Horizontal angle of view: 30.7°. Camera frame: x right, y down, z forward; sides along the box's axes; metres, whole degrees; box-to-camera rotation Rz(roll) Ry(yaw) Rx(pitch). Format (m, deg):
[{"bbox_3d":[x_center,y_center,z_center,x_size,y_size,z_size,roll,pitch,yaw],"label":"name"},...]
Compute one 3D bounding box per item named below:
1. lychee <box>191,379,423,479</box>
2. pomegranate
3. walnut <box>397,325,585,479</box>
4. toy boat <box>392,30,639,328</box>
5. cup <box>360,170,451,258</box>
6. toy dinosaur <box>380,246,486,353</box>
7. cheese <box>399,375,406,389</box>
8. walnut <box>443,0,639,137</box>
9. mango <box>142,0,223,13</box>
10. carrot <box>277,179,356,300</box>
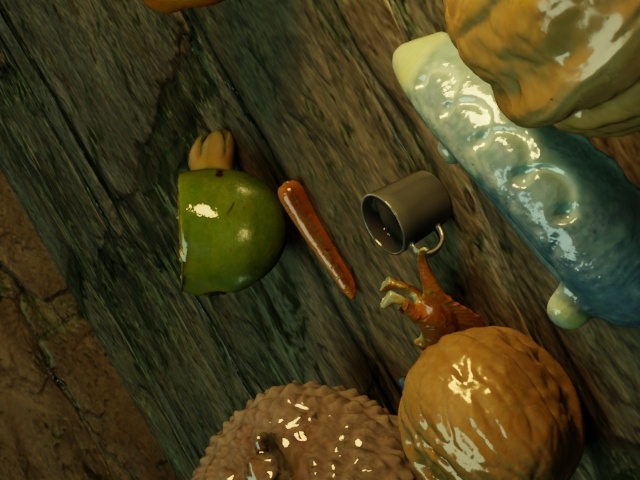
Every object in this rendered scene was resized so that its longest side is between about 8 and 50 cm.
[{"bbox_3d":[0.000,0.394,1.647,0.380,0.380,0.432,36,167,43],"label":"lychee"},{"bbox_3d":[-0.132,-0.032,1.704,0.241,0.159,0.190,-105,15,-52],"label":"pomegranate"},{"bbox_3d":[0.189,0.202,1.287,0.213,0.213,0.213,43,150,33],"label":"walnut"},{"bbox_3d":[0.176,-0.039,1.020,0.330,0.123,0.215,47,-177,29],"label":"toy boat"},{"bbox_3d":[0.106,-0.025,1.326,0.100,0.077,0.078,52,154,19],"label":"cup"},{"bbox_3d":[0.138,0.087,1.348,0.142,0.057,0.212,27,160,-3],"label":"toy dinosaur"},{"bbox_3d":[0.184,0.270,1.432,0.069,0.177,0.270,-52,47,27],"label":"cheese"},{"bbox_3d":[0.203,-0.179,0.832,0.225,0.225,0.261,60,155,2],"label":"walnut"},{"bbox_3d":[-0.134,-0.422,1.266,0.199,0.201,0.350,17,134,5],"label":"mango"},{"bbox_3d":[0.000,0.000,1.614,0.190,0.037,0.037,58,155,-3],"label":"carrot"}]
